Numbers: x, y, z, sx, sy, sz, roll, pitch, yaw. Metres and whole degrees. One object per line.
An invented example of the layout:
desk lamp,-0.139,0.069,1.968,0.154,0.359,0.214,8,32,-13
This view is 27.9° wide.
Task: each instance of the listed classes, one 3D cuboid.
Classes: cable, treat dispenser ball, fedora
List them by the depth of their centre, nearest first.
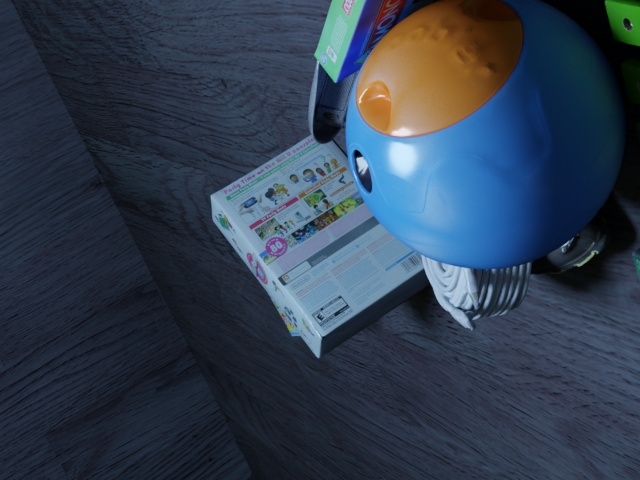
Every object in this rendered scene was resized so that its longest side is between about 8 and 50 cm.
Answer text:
treat dispenser ball,0.170,-0.113,1.337,0.288,0.288,0.288,49,159,26
fedora,0.083,-0.220,1.574,0.124,0.243,0.275,24,150,7
cable,0.187,-0.030,1.595,0.257,0.089,0.257,-145,53,-80

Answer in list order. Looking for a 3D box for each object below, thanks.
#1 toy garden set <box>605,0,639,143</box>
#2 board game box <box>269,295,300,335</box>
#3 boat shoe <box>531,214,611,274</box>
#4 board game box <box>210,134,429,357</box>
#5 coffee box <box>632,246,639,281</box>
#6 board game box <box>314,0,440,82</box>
toy garden set,0.354,-0.166,1.171,0.204,0.049,0.244,31,147,57
board game box,-0.041,0.020,2.316,0.275,0.142,0.144,60,162,-6
boat shoe,0.285,0.006,1.561,0.069,0.081,0.228,21,171,-2
board game box,0.000,0.000,2.055,0.303,0.224,0.097,52,163,20
coffee box,0.416,0.095,1.426,0.113,0.040,0.184,28,145,56
board game box,0.114,-0.294,1.314,0.046,0.213,0.317,55,162,11
